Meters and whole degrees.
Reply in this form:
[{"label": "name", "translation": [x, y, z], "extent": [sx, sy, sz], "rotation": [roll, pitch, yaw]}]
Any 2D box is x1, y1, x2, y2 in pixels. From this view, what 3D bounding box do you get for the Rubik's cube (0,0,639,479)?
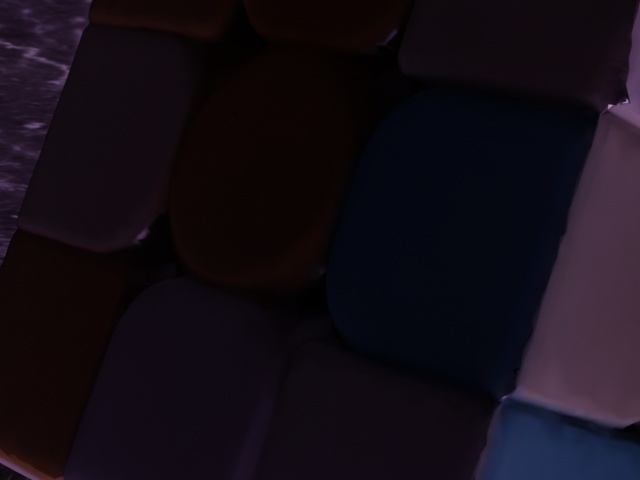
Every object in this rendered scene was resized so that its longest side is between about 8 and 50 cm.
[{"label": "Rubik's cube", "translation": [0.080, 0.014, 0.767], "extent": [0.344, 0.347, 0.346], "rotation": [17, 176, 45]}]
